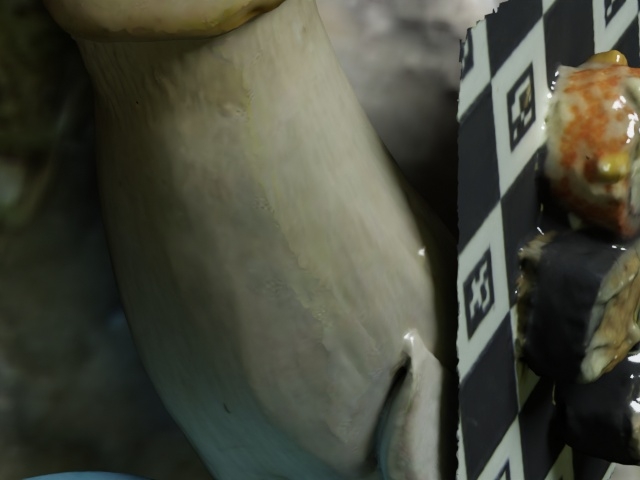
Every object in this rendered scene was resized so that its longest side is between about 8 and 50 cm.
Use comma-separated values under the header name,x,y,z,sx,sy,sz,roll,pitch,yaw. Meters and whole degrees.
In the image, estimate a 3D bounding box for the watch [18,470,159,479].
name,x,y,z,sx,sy,sz,roll,pitch,yaw
watch,-0.049,0.159,0.573,0.211,0.211,0.193,-44,113,-10

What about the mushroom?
name,x,y,z,sx,sy,sz,roll,pitch,yaw
mushroom,-0.008,0.007,0.585,0.108,0.096,0.247,-24,123,4

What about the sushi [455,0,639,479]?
name,x,y,z,sx,sy,sz,roll,pitch,yaw
sushi,0.098,0.009,0.635,0.193,0.040,0.210,-40,134,-53
